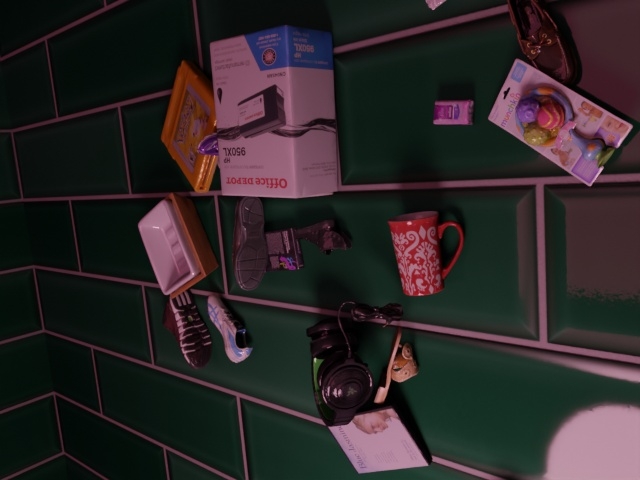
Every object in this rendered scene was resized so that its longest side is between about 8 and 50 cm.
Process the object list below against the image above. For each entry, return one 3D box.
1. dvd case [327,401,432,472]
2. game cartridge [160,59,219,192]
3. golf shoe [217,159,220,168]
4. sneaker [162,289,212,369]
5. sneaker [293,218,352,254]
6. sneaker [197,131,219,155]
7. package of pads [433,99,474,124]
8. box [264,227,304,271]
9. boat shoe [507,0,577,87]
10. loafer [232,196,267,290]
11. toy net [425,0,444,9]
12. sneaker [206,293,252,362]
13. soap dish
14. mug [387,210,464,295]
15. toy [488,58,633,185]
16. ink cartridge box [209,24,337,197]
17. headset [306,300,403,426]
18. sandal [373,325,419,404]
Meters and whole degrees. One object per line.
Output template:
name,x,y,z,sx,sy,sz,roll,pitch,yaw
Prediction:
dvd case,0.140,0.511,1.418,0.253,0.022,0.180,-29,97,42
game cartridge,-0.382,-0.347,1.655,0.324,0.052,0.285,48,127,37
golf shoe,-0.259,-0.229,1.611,0.186,0.067,0.086,57,136,29
sneaker,-0.466,0.319,1.900,0.162,0.106,0.281,-39,64,46
sneaker,0.002,0.000,1.437,0.170,0.051,0.089,-19,82,39
sneaker,-0.254,-0.253,1.522,0.071,0.170,0.068,62,143,32
package of pads,0.278,-0.266,1.149,0.083,0.032,0.050,11,104,39
box,-0.119,0.029,1.566,0.162,0.029,0.116,-7,94,44
boat shoe,0.392,-0.368,1.000,0.073,0.073,0.207,-31,80,40
loafer,-0.206,0.004,1.573,0.084,0.096,0.267,11,99,61
toy net,0.291,-0.551,1.069,0.122,0.045,0.232,45,127,22
sneaker,-0.285,0.266,1.740,0.086,0.085,0.237,-35,71,13
soap dish,-0.464,0.018,1.807,0.229,0.118,0.291,-31,79,41
mug,0.229,0.028,1.207,0.150,0.113,0.169,-1,102,43
toy,0.415,-0.209,1.005,0.237,0.056,0.137,40,140,22
ink cartridge box,-0.117,-0.309,1.396,0.285,0.166,0.395,6,104,41
headset,0.072,0.290,1.367,0.243,0.185,0.394,-108,23,-43
sandal,0.196,0.309,1.337,0.079,0.088,0.240,16,121,5
